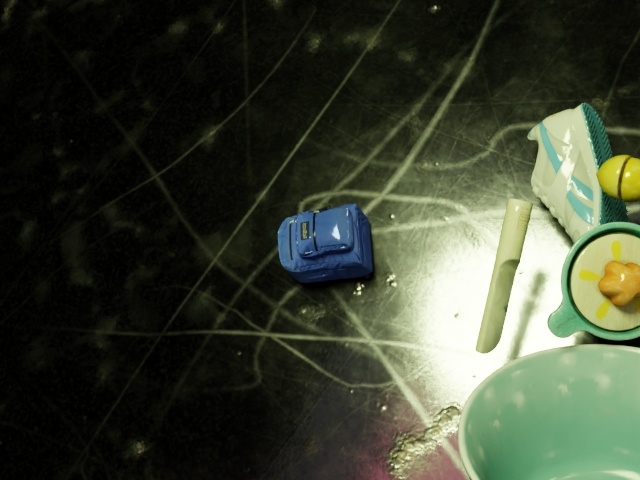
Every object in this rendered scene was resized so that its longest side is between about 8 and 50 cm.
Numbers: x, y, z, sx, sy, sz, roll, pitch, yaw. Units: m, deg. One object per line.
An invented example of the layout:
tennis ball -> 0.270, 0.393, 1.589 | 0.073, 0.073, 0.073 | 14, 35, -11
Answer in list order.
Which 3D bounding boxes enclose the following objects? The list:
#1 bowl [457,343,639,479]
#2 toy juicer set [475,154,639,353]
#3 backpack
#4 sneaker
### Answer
bowl -> 0.303, 0.262, 0.878 | 0.312, 0.163, 0.311 | -6, 29, 4
toy juicer set -> 0.331, 0.010, 0.960 | 0.329, 0.089, 0.209 | -8, 92, -2
backpack -> 0.000, 0.000, 1.156 | 0.120, 0.101, 0.097 | -10, 61, 20
sneaker -> 0.328, -0.055, 1.076 | 0.092, 0.087, 0.228 | -19, 68, 38
